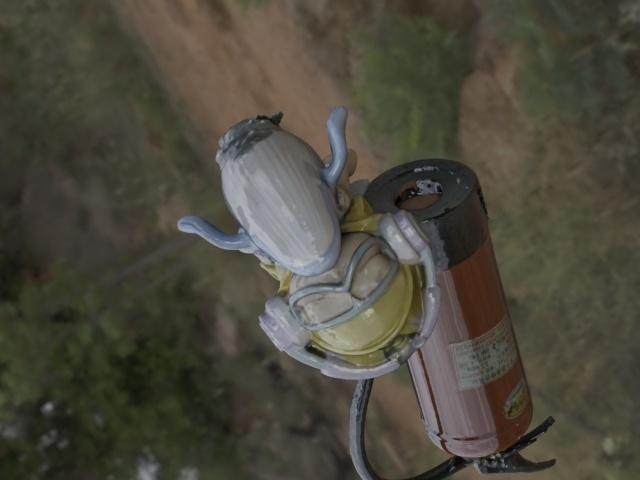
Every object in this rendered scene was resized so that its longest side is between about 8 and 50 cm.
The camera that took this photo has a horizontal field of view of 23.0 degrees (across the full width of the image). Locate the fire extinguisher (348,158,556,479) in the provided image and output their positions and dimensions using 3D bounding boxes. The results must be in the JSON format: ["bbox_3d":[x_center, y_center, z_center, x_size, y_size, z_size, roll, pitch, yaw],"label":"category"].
[{"bbox_3d":[0.107,0.111,1.544,0.113,0.200,0.376,-91,-16,-57],"label":"fire extinguisher"}]

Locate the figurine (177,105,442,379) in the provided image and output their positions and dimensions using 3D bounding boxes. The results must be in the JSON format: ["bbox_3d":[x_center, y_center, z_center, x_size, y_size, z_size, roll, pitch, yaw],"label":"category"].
[{"bbox_3d":[0.000,0.000,1.012,0.184,0.128,0.208,54,-175,-1],"label":"figurine"}]
